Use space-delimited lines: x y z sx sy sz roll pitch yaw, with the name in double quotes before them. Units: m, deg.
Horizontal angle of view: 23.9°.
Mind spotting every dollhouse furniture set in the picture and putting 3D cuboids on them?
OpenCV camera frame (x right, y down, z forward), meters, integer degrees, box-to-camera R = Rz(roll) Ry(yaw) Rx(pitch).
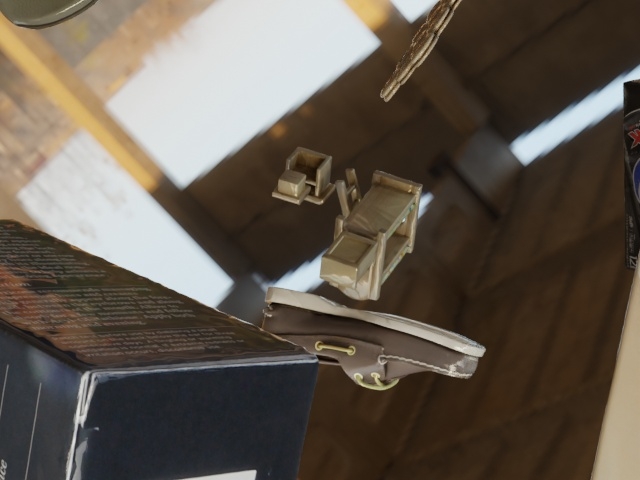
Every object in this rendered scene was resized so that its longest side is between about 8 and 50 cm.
"dollhouse furniture set" 0.000 0.000 1.658 0.182 0.161 0.101 -50 152 -49

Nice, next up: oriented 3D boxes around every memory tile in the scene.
"memory tile" 0.111 -0.213 1.526 0.148 0.012 0.113 -59 -173 -30

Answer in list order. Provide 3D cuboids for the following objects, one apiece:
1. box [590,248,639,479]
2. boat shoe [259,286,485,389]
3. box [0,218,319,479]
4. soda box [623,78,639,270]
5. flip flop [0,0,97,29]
"box" 0.298 0.094 1.191 0.148 0.121 0.311 -38 138 -68
"boat shoe" 0.057 0.135 1.905 0.324 0.116 0.097 12 -95 34
"box" -0.229 0.168 1.126 0.395 0.212 0.293 20 -77 43
"soda box" 0.297 -0.055 1.293 0.060 0.169 0.053 -15 -161 -32
"flip flop" -0.194 -0.301 1.357 0.277 0.112 0.080 -35 168 14
